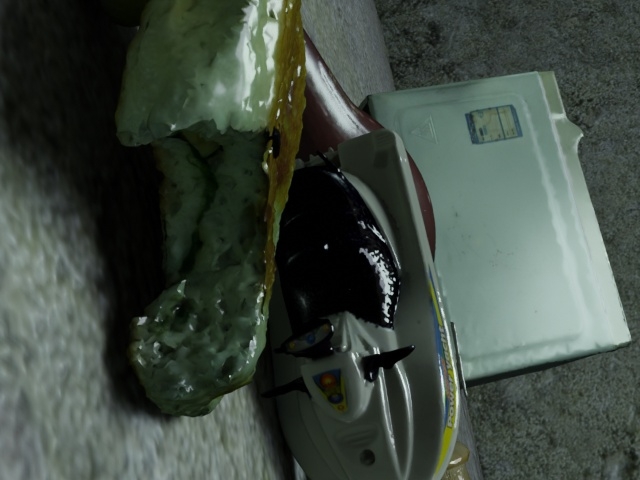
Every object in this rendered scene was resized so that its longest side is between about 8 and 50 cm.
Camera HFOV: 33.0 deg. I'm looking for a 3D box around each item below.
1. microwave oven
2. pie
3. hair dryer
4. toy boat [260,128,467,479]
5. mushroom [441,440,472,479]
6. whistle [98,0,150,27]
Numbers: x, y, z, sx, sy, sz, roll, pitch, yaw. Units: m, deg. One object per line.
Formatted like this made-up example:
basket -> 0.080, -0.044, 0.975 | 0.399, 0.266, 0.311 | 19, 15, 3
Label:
microwave oven -> 0.182, 0.001, 1.352 | 0.218, 0.286, 0.355 | 134, -57, -71
pie -> -0.044, -0.063, 0.548 | 0.302, 0.067, 0.302 | 4, 90, -89
hair dryer -> 0.000, 0.000, 0.918 | 0.312, 0.123, 0.340 | 55, 30, -36
toy boat -> 0.018, 0.047, 0.755 | 0.141, 0.140, 0.269 | 63, 17, -54
mushroom -> 0.175, 0.366, 1.349 | 0.108, 0.096, 0.247 | -41, 115, -54
whistle -> -0.114, -0.198, 0.597 | 0.104, 0.057, 0.198 | 82, -6, -48
